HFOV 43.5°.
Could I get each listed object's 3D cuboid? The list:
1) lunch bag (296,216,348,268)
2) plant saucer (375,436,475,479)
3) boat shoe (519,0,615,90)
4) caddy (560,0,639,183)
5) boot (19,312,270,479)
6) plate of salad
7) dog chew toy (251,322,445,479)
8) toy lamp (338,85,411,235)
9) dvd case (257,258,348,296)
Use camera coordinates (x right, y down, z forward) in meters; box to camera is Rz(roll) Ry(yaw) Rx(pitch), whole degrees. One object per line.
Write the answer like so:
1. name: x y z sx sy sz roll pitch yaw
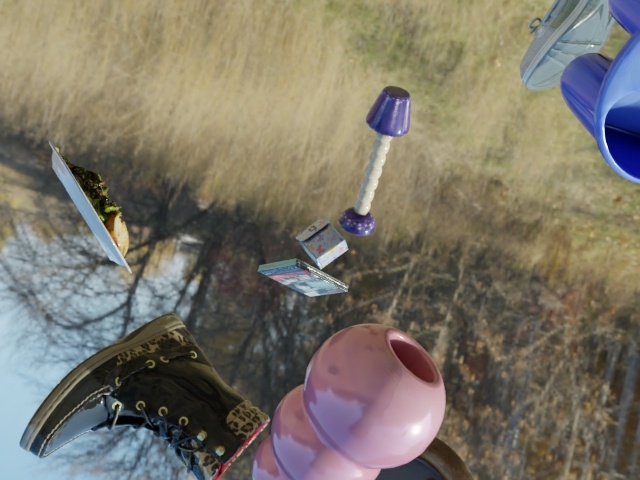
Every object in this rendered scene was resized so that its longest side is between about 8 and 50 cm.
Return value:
1. lunch bag: 0.000 0.000 1.541 0.083 0.071 0.053 51 171 32
2. plant saucer: 0.155 0.520 1.547 0.310 0.311 0.050 13 -179 25
3. boat shoe: 0.454 -0.410 1.413 0.118 0.320 0.103 4 -141 -36
4. caddy: 0.454 -0.174 0.928 0.341 0.241 0.179 11 -147 -22
5. boot: -0.281 0.307 1.365 0.284 0.138 0.377 41 -145 10
6. plate of salad: -0.291 -0.047 1.047 0.200 0.048 0.200 53 167 18
7. dog chew toy: 0.024 0.275 1.168 0.206 0.332 0.206 36 -158 -17
8. toy lamp: 0.096 -0.138 1.408 0.080 0.275 0.080 12 -147 -8
9. dvd case: -0.027 0.060 1.267 0.087 0.013 0.119 -12 148 44
